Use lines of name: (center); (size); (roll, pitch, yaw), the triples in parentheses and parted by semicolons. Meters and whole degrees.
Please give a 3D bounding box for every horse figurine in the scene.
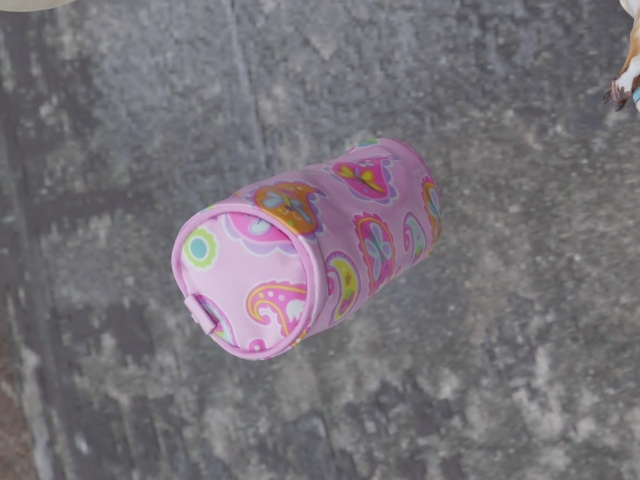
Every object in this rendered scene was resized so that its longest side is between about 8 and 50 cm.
horse figurine: (0.338, -0.253, 1.298); (0.263, 0.066, 0.174); (-80, 14, -51)

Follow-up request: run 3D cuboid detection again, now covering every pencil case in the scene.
pencil case: (0.000, 0.000, 1.028); (0.124, 0.284, 0.124); (6, 105, 22)

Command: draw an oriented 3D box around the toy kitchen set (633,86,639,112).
toy kitchen set: (0.321, -0.163, 1.053); (0.122, 0.207, 0.166); (-48, 53, 30)

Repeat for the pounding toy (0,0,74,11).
pounding toy: (-0.280, -0.300, 1.147); (0.183, 0.237, 0.110); (-56, 48, 42)
